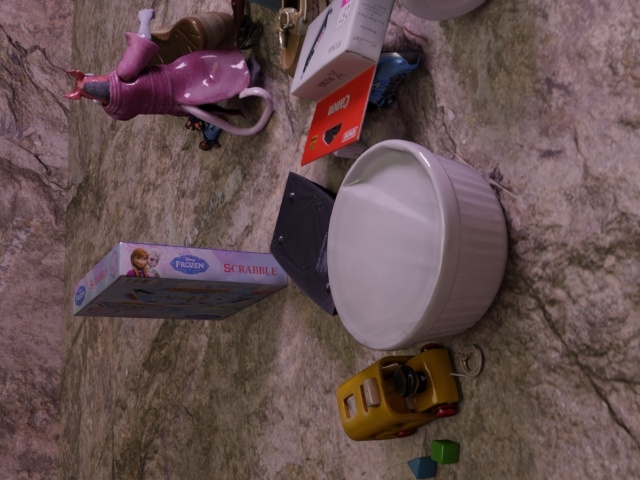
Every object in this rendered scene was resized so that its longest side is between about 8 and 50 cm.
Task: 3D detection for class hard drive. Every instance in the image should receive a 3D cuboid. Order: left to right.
[{"bbox_3d":[0.000,0.000,1.393,0.254,0.054,0.172,42,122,54],"label":"hard drive"}]

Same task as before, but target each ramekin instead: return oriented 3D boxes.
[{"bbox_3d":[0.128,0.009,1.099,0.273,0.127,0.273,-10,78,60],"label":"ramekin"}]

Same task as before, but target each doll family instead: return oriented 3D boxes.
[{"bbox_3d":[-0.273,-0.286,1.881,0.111,0.076,0.193,-50,48,39],"label":"doll family"}]

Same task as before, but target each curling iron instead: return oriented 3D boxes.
[{"bbox_3d":[-0.161,-0.511,1.757,0.068,0.035,0.274,-28,56,32],"label":"curling iron"}]

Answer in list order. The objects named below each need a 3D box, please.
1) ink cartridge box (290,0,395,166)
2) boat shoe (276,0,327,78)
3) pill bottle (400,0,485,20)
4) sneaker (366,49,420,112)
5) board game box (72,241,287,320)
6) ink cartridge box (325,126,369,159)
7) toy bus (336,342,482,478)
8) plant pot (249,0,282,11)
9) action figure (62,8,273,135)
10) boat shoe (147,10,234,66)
[{"bbox_3d":[0.016,-0.252,1.292,0.275,0.060,0.239,170,117,-71],"label":"ink cartridge box"},{"bbox_3d":[-0.041,-0.429,1.479,0.104,0.089,0.285,16,100,59],"label":"boat shoe"},{"bbox_3d":[0.138,-0.432,1.114,0.146,0.146,0.264,-52,45,44],"label":"pill bottle"},{"bbox_3d":[0.104,-0.235,1.250,0.162,0.063,0.073,156,105,-66],"label":"sneaker"},{"bbox_3d":[-0.275,0.087,1.597,0.318,0.318,0.066,-30,60,54],"label":"board game box"},{"bbox_3d":[0.038,-0.155,1.350,0.083,0.048,0.028,51,129,51],"label":"ink cartridge box"},{"bbox_3d":[0.104,0.207,1.140,0.191,0.104,0.202,33,115,56],"label":"toy bus"},{"bbox_3d":[-0.169,-0.616,1.561,0.247,0.252,0.248,-59,40,37],"label":"plant pot"},{"bbox_3d":[-0.319,-0.285,1.657,0.276,0.370,0.248,62,146,29],"label":"action figure"},{"bbox_3d":[-0.307,-0.446,1.926,0.341,0.110,0.122,2,117,56],"label":"boat shoe"}]
